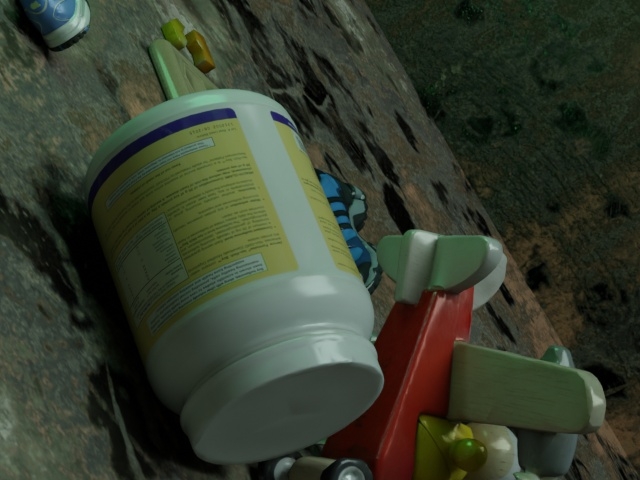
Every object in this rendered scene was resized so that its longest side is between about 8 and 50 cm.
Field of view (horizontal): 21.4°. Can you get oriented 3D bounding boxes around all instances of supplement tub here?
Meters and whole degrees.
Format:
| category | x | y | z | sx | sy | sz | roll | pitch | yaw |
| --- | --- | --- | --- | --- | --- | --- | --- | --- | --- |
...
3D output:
| category | x | y | z | sx | sy | sz | roll | pitch | yaw |
| --- | --- | --- | --- | --- | --- | --- | --- | --- | --- |
| supplement tub | -0.088 | 0.038 | 1.740 | 0.241 | 0.241 | 0.331 | 32 | 31 | -58 |

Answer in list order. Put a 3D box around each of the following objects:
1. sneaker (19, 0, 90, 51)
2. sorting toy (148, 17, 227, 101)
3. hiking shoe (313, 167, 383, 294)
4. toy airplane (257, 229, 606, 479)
| category | x | y | z | sx | sy | sz | roll | pitch | yaw |
| --- | --- | --- | --- | --- | --- | --- | --- | --- | --- |
| sneaker | -0.318 | -0.317 | 1.993 | 0.081 | 0.080 | 0.211 | 49 | 17 | -42 |
| sorting toy | -0.152 | -0.199 | 2.357 | 0.229 | 0.041 | 0.307 | 33 | 30 | -58 |
| hiking shoe | 0.000 | 0.000 | 2.384 | 0.132 | 0.113 | 0.304 | 32 | 22 | -24 |
| toy airplane | 0.130 | 0.178 | 1.891 | 0.272 | 0.384 | 0.386 | 37 | 23 | -30 |
